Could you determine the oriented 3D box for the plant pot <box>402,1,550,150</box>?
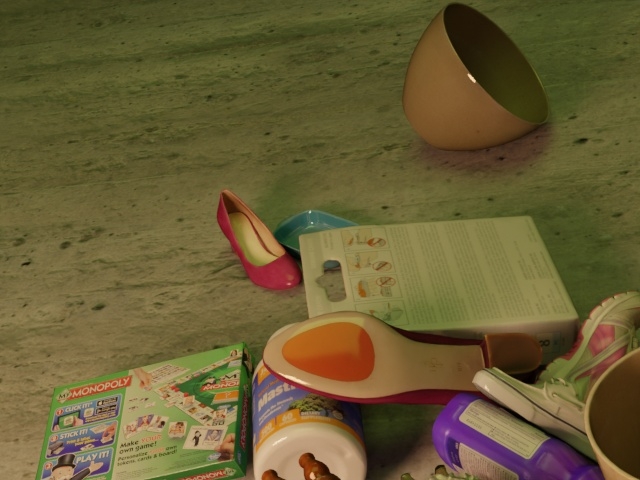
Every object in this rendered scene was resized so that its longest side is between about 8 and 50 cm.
[{"bbox_3d":[0.266,-0.277,2.437,0.191,0.284,0.284,-40,18,32],"label":"plant pot"}]

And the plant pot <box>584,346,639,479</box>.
[{"bbox_3d":[0.439,0.283,1.421,0.256,0.274,0.256,-13,32,8],"label":"plant pot"}]

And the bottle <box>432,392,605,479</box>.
[{"bbox_3d":[0.273,0.293,1.622,0.283,0.118,0.092,26,66,39],"label":"bottle"}]

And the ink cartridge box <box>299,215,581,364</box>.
[{"bbox_3d":[0.169,0.082,1.968,0.385,0.091,0.308,-5,31,-3],"label":"ink cartridge box"}]

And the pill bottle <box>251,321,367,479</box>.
[{"bbox_3d":[-0.021,0.235,1.806,0.152,0.152,0.272,-13,32,3],"label":"pill bottle"}]

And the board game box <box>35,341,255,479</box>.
[{"bbox_3d":[-0.253,0.272,1.864,0.317,0.046,0.213,-14,42,16],"label":"board game box"}]

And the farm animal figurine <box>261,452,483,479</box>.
[{"bbox_3d":[0.030,0.418,1.443,0.327,0.330,0.172,4,20,-26],"label":"farm animal figurine"}]

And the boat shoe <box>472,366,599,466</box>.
[{"bbox_3d":[0.303,0.213,1.668,0.076,0.226,0.083,-58,10,-6],"label":"boat shoe"}]

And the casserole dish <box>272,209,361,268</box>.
[{"bbox_3d":[0.000,0.000,2.281,0.114,0.037,0.188,-35,36,-30],"label":"casserole dish"}]

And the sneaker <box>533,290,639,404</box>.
[{"bbox_3d":[0.392,0.176,1.780,0.111,0.103,0.252,34,63,22],"label":"sneaker"}]

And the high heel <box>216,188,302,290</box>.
[{"bbox_3d":[-0.108,-0.002,2.250,0.082,0.117,0.244,-23,32,-15],"label":"high heel"}]

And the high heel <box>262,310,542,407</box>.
[{"bbox_3d":[0.110,0.184,1.771,0.377,0.181,0.127,5,67,0],"label":"high heel"}]
